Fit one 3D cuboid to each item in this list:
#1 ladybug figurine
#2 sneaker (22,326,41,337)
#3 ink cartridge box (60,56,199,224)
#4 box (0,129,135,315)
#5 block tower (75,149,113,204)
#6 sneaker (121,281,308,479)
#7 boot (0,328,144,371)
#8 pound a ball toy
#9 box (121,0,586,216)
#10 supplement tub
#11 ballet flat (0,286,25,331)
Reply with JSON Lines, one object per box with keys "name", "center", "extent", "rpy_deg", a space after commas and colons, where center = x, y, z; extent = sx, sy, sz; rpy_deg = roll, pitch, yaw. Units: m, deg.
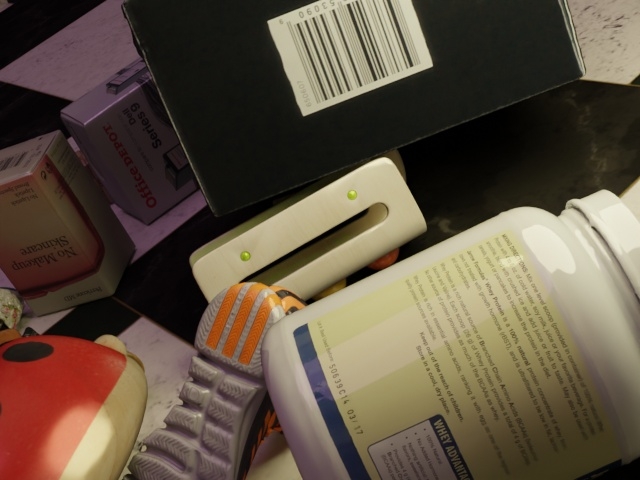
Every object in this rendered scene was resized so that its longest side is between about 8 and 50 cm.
{"name": "ladybug figurine", "center": [-0.342, 0.254, 1.008], "extent": [0.305, 0.162, 0.449], "rpy_deg": [-20, 30, 46]}
{"name": "sneaker", "center": [-0.466, 0.167, 1.445], "extent": [0.188, 0.078, 0.067], "rpy_deg": [-21, 30, 12]}
{"name": "ink cartridge box", "center": [-0.245, -0.196, 1.698], "extent": [0.289, 0.211, 0.122], "rpy_deg": [-39, 33, -17]}
{"name": "box", "center": [-0.408, -0.023, 1.536], "extent": [0.149, 0.232, 0.126], "rpy_deg": [-16, 32, 19]}
{"name": "block tower", "center": [-0.355, -0.140, 1.817], "extent": [0.336, 0.091, 0.097], "rpy_deg": [-31, 31, -6]}
{"name": "sneaker", "center": [-0.079, 0.205, 1.047], "extent": [0.125, 0.180, 0.321], "rpy_deg": [28, 91, 29]}
{"name": "boot", "center": [-0.363, 0.184, 1.312], "extent": [0.283, 0.109, 0.220], "rpy_deg": [-40, 36, 4]}
{"name": "pound a ball toy", "center": [0.000, 0.000, 1.306], "extent": [0.319, 0.135, 0.208], "rpy_deg": [-29, 8, -6]}
{"name": "box", "center": [0.032, -0.287, 1.390], "extent": [0.480, 0.297, 0.471], "rpy_deg": [-21, 15, 3]}
{"name": "supplement tub", "center": [0.138, 0.114, 0.884], "extent": [0.325, 0.235, 0.235], "rpy_deg": [-25, 30, 4]}
{"name": "ballet flat", "center": [-0.560, 0.104, 1.524], "extent": [0.241, 0.091, 0.077], "rpy_deg": [3, 58, -21]}
